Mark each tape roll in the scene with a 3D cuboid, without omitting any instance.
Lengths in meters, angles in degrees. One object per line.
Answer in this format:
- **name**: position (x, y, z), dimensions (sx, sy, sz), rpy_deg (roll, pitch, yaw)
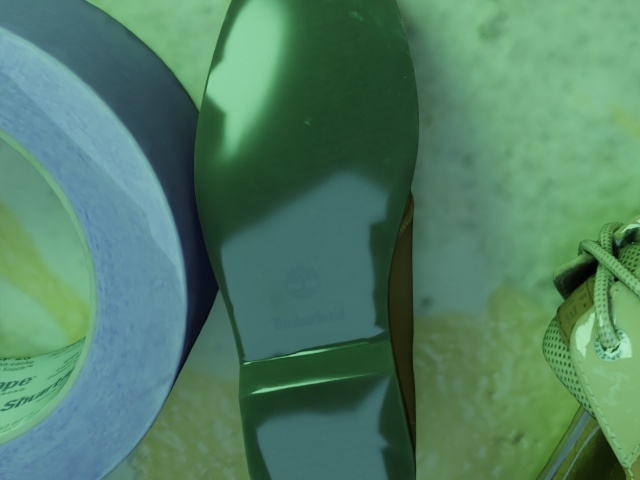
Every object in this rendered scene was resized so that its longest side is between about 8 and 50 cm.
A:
- **tape roll**: position (-0.132, 0.002, 0.442), dimensions (0.189, 0.080, 0.189), rpy_deg (2, 108, 5)

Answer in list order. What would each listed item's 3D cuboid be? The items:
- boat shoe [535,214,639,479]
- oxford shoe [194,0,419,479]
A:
- **boat shoe**: position (0.134, 0.040, 0.407), dimensions (0.116, 0.123, 0.324), rpy_deg (17, 108, 3)
- **oxford shoe**: position (0.000, 0.000, 0.437), dimensions (0.076, 0.076, 0.212), rpy_deg (-1, 93, 9)
